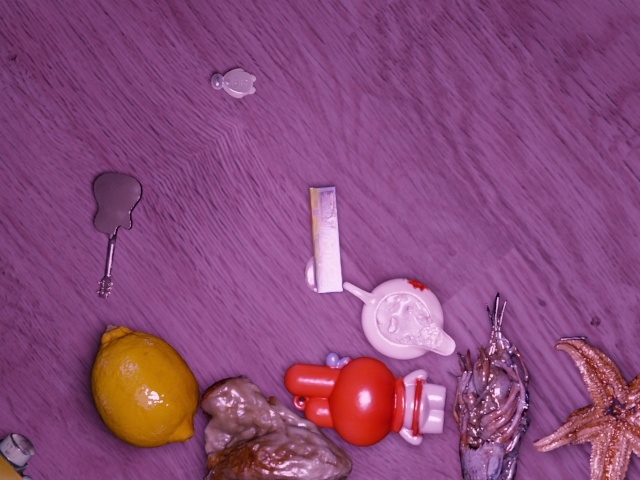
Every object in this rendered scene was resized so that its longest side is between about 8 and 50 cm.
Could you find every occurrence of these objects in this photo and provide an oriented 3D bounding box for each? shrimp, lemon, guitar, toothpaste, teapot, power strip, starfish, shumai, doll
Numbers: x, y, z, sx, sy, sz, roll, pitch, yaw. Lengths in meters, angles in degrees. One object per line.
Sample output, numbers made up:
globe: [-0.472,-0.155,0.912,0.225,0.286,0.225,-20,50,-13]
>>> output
shrimp: [0.315,0.283,1.788,0.137,0.172,0.372,-11,101,-42]
lemon: [-0.313,0.259,1.796,0.184,0.184,0.248,-38,77,0]
guitar: [-0.385,-0.010,1.882,0.088,0.025,0.233,8,88,0]
toothpaste: [0.000,0.000,1.865,0.070,0.044,0.193,-4,88,0]
teapot: [0.138,0.136,1.834,0.226,0.092,0.145,28,86,2]
power strip: [-0.162,-0.291,1.889,0.083,0.035,0.055,2,88,-12]
starfish: [0.511,0.304,1.817,0.312,0.113,0.303,-26,90,-9]
shumai: [-0.077,0.335,1.784,0.272,0.222,0.203,4,73,-2]
doll: [0.077,0.284,1.814,0.291,0.130,0.161,5,93,7]

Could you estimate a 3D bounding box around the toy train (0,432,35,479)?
toy train: [-0.668,0.491,1.759,0.160,0.253,0.397,44,88,4]
